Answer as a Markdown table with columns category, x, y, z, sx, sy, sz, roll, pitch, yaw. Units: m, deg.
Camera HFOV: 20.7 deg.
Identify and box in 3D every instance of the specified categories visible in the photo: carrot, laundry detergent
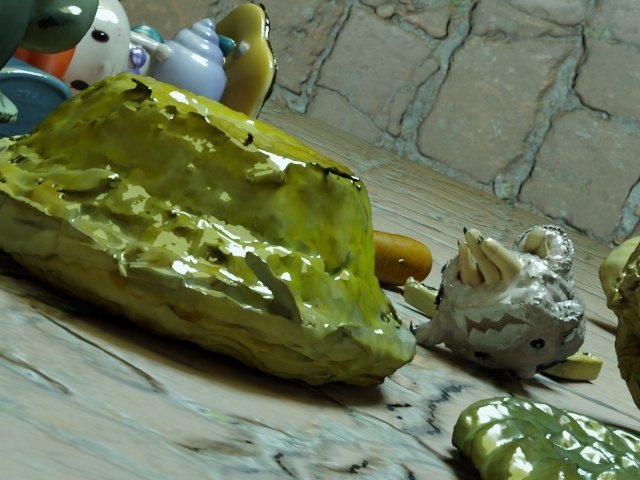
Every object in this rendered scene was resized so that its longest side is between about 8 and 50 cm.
| category | x | y | z | sx | sy | sz | roll | pitch | yaw |
| --- | --- | --- | --- | --- | --- | --- | --- | --- | --- |
| carrot | 0.000 | 0.000 | 1.386 | 0.248 | 0.043 | 0.043 | 15 | 11 | -42 |
| laundry detergent | -0.284 | -0.133 | 1.392 | 0.096 | 0.061 | 0.206 | 6 | 16 | -42 |

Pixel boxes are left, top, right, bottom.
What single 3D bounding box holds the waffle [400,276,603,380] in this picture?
| category | x | y | z | sx | sy | sz | roll | pitch | yaw |
| --- | --- | --- | --- | --- | --- | --- | --- | --- | --- |
| waffle | 0.143 | 0.071 | 1.389 | 0.152 | 0.023 | 0.097 | 25 | 6 | 22 |

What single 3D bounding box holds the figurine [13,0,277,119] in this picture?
| category | x | y | z | sx | sy | sz | roll | pitch | yaw |
| --- | --- | --- | --- | --- | --- | --- | --- | --- | --- |
| figurine | -0.195 | -0.170 | 1.591 | 0.257 | 0.181 | 0.208 | 17 | 49 | -33 |

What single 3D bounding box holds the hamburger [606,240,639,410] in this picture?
| category | x | y | z | sx | sy | sz | roll | pitch | yaw |
| --- | --- | --- | --- | --- | --- | --- | --- | --- | --- |
| hamburger | 0.323 | 0.051 | 1.202 | 0.286 | 0.243 | 0.146 | 32 | 5 | -26 |

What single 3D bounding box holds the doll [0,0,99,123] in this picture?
| category | x | y | z | sx | sy | sz | roll | pitch | yaw |
| --- | --- | --- | --- | --- | --- | --- | --- | --- | --- |
| doll | -0.345 | -0.210 | 1.031 | 0.382 | 0.252 | 0.378 | 18 | 6 | 8 |

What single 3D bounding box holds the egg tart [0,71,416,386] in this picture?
| category | x | y | z | sx | sy | sz | roll | pitch | yaw |
| --- | --- | --- | --- | --- | --- | --- | --- | --- | --- |
| egg tart | -0.065 | -0.017 | 0.987 | 0.294 | 0.116 | 0.295 | 21 | 7 | -3 |

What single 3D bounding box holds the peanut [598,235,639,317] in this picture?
| category | x | y | z | sx | sy | sz | roll | pitch | yaw |
| --- | --- | --- | --- | --- | --- | --- | --- | --- | --- |
| peanut | 0.443 | 0.079 | 1.856 | 0.318 | 0.148 | 0.147 | 24 | 6 | -16 |

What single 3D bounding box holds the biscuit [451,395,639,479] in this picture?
| category | x | y | z | sx | sy | sz | roll | pitch | yaw |
| --- | --- | --- | --- | --- | --- | --- | --- | --- | --- |
| biscuit | 0.168 | 0.132 | 0.928 | 0.273 | 0.036 | 0.187 | 18 | 9 | -41 |

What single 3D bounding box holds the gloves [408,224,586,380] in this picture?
| category | x | y | z | sx | sy | sz | roll | pitch | yaw |
| --- | --- | --- | --- | --- | --- | --- | --- | --- | --- |
| gloves | 0.140 | 0.049 | 1.242 | 0.144 | 0.110 | 0.094 | 15 | 53 | -48 |
